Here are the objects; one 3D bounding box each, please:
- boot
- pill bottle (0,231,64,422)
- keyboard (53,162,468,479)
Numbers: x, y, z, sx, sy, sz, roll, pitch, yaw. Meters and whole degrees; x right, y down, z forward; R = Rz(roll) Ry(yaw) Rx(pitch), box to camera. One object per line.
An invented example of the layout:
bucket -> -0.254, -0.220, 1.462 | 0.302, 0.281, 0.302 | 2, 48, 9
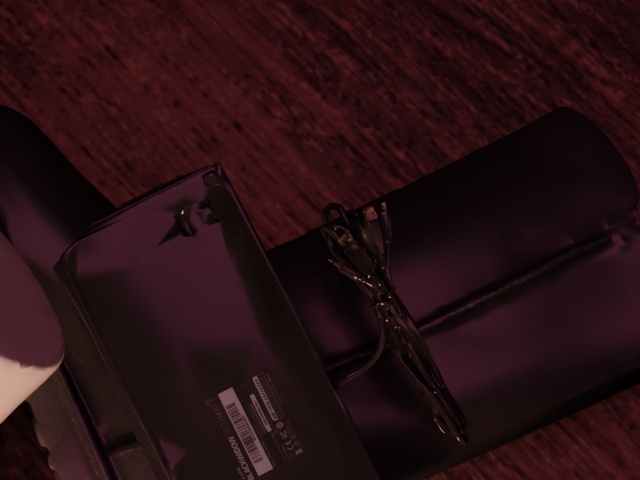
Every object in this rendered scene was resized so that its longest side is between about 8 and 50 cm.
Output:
boot -> 0.001, 0.002, 0.853 | 0.445, 0.146, 0.367 | -23, 85, -8
pill bottle -> -0.348, 0.126, 0.674 | 0.392, 0.224, 0.224 | -41, 77, 6
keyboard -> -0.012, 0.099, 0.756 | 0.201, 0.033, 0.317 | -26, 91, -4
